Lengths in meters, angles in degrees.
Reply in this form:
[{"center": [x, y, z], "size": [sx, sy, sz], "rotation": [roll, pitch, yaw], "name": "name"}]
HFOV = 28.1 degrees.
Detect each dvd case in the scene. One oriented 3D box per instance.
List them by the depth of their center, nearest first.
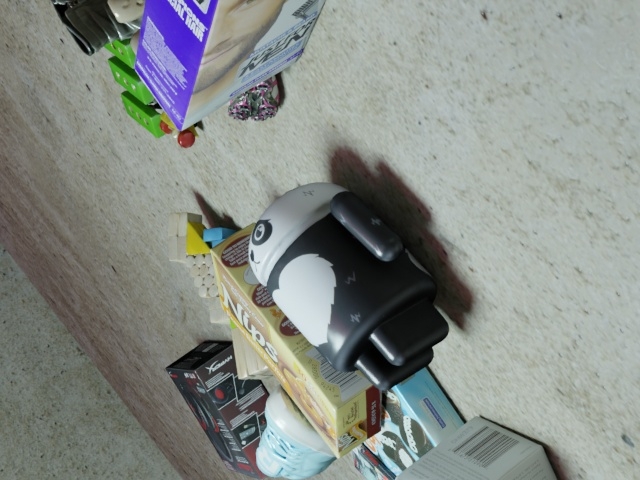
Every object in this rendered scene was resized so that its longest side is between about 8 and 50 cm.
[{"center": [0.092, 0.371, 2.009], "size": [0.119, 0.013, 0.087], "rotation": [40, 156, 32], "name": "dvd case"}]

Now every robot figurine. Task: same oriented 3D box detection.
[{"center": [0.031, 0.054, 1.606], "size": [0.278, 0.209, 0.173], "rotation": [48, -166, 20], "name": "robot figurine"}]

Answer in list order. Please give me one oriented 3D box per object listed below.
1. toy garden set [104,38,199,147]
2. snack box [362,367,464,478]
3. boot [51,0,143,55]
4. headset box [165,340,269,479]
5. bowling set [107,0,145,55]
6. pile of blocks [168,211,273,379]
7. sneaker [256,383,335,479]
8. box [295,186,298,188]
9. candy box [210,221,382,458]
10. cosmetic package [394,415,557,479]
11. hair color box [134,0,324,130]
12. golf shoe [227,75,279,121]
[{"center": [-0.270, -0.269, 1.988], "size": [0.204, 0.049, 0.244], "rotation": [38, 152, 44], "name": "toy garden set"}, {"center": [0.116, 0.273, 1.910], "size": [0.187, 0.060, 0.322], "rotation": [55, 160, 3], "name": "snack box"}, {"center": [-0.258, -0.291, 1.756], "size": [0.246, 0.161, 0.083], "rotation": [49, 159, 20], "name": "boot"}, {"center": [-0.172, 0.355, 2.607], "size": [0.293, 0.110, 0.218], "rotation": [60, 159, -9], "name": "headset box"}, {"center": [-0.226, -0.377, 1.639], "size": [0.287, 0.154, 0.200], "rotation": [63, 177, -21], "name": "bowling set"}, {"center": [-0.121, 0.076, 2.125], "size": [0.112, 0.149, 0.362], "rotation": [11, -142, -53], "name": "pile of blocks"}, {"center": [-0.040, 0.330, 2.061], "size": [0.135, 0.150, 0.366], "rotation": [47, 180, 21], "name": "sneaker"}, {"center": [0.000, 0.000, 1.807], "size": [0.137, 0.027, 0.094], "rotation": [48, 159, 22], "name": "box"}, {"center": [-0.035, 0.145, 1.861], "size": [0.316, 0.087, 0.183], "rotation": [51, 162, 26], "name": "candy box"}, {"center": [0.223, 0.359, 1.667], "size": [0.151, 0.151, 0.184], "rotation": [16, 136, 62], "name": "cosmetic package"}, {"center": [-0.089, -0.263, 1.391], "size": [0.110, 0.185, 0.339], "rotation": [53, 160, 9], "name": "hair color box"}, {"center": [-0.086, -0.211, 1.657], "size": [0.186, 0.067, 0.086], "rotation": [108, 162, -74], "name": "golf shoe"}]
